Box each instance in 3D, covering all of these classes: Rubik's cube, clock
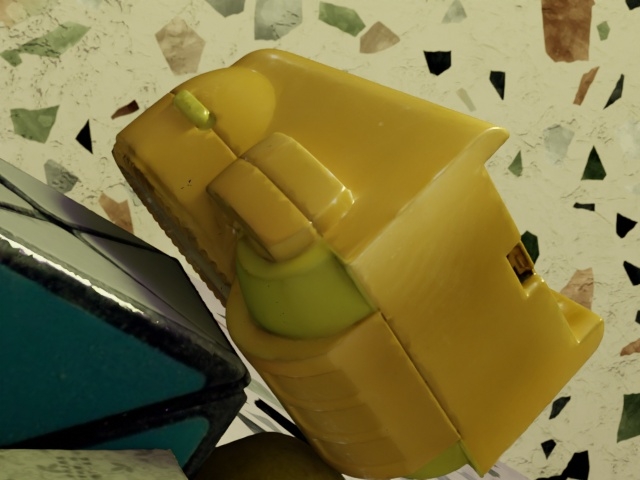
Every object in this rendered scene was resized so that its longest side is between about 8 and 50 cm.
[{"bbox_3d":[-0.231,0.092,1.024,0.260,0.259,0.255,30,5,-21],"label":"Rubik's cube"},{"bbox_3d":[0.000,0.000,1.084,0.317,0.200,0.244,38,-18,50],"label":"clock"}]

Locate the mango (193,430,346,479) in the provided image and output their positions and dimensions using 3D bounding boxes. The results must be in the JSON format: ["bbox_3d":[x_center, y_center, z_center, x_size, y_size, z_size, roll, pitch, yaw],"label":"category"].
[{"bbox_3d":[-0.019,0.270,1.022,0.142,0.195,0.331,0,54,-17],"label":"mango"}]

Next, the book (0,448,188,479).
[{"bbox_3d":[-0.217,0.160,0.761,0.379,0.031,0.264,3,17,-22],"label":"book"}]
